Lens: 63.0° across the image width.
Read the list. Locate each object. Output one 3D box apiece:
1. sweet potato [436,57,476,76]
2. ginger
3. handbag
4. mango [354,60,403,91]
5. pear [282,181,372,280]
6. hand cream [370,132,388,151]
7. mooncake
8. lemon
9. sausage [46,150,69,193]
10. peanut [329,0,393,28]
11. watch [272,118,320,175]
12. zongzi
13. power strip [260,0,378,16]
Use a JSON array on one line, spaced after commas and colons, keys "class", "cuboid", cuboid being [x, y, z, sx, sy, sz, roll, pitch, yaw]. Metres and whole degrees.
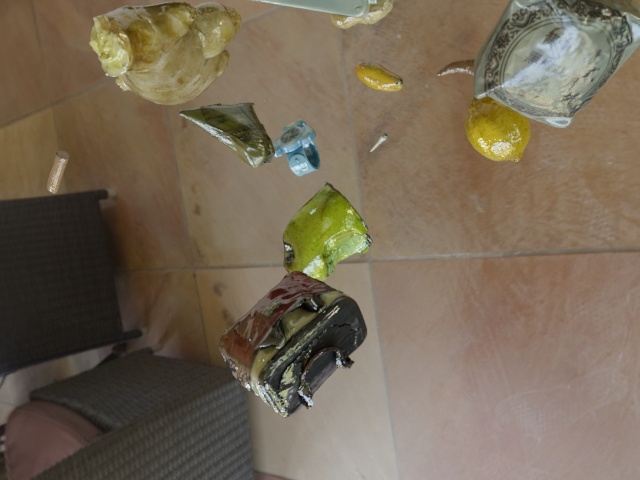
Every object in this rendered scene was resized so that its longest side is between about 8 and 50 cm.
[{"class": "sweet potato", "cuboid": [0.503, -0.533, 1.652, 0.255, 0.058, 0.078, 15, 113, 5]}, {"class": "ginger", "cuboid": [-0.237, -0.309, 0.877, 0.375, 0.236, 0.166, -132, 33, -67]}, {"class": "handbag", "cuboid": [-0.046, 0.184, 0.981, 0.181, 0.254, 0.181, 24, 146, 44]}, {"class": "mango", "cuboid": [0.199, -0.560, 1.789, 0.190, 0.098, 0.075, 25, 88, 18]}, {"class": "pear", "cuboid": [0.000, 0.000, 1.509, 0.255, 0.238, 0.164, -37, 55, -9]}, {"class": "hand cream", "cuboid": [0.204, -0.341, 1.822, 0.022, 0.035, 0.102, 46, 147, 2]}, {"class": "mooncake", "cuboid": [0.422, -0.335, 0.956, 0.254, 0.136, 0.250, 15, 141, -10]}, {"class": "lemon", "cuboid": [0.567, -0.361, 1.675, 0.188, 0.188, 0.257, -32, 104, 36]}, {"class": "sausage", "cuboid": [-0.532, -0.136, 1.057, 0.026, 0.026, 0.116, 55, 132, 14]}, {"class": "peanut", "cuboid": [0.111, -0.616, 1.404, 0.174, 0.080, 0.080, -10, 94, 15]}, {"class": "watch", "cuboid": [-0.080, -0.382, 2.213, 0.211, 0.211, 0.193, -2, 140, 36]}, {"class": "zongzi", "cuboid": [-0.303, -0.345, 1.736, 0.251, 0.274, 0.125, 59, 135, 20]}, {"class": "power strip", "cuboid": [-0.046, -0.599, 1.240, 0.385, 0.062, 0.091, 15, 110, 13]}]
